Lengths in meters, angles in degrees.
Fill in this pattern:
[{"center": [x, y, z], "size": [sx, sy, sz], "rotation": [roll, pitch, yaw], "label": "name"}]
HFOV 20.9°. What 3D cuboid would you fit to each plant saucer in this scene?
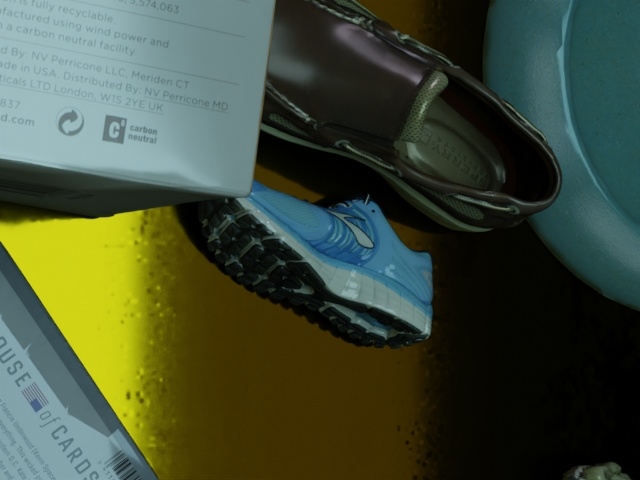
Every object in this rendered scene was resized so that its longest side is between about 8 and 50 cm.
[{"center": [0.253, -0.106, 1.130], "size": [0.318, 0.044, 0.317], "rotation": [0, 89, -24], "label": "plant saucer"}]

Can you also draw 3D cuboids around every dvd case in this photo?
[{"center": [-0.221, 0.137, 0.912], "size": [0.239, 0.029, 0.179], "rotation": [-36, 103, -21], "label": "dvd case"}]

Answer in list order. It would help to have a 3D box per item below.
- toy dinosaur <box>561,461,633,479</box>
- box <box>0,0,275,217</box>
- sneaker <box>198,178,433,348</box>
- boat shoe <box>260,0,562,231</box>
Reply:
[{"center": [0.270, 0.197, 1.102], "size": [0.268, 0.118, 0.064], "rotation": [43, 33, -20], "label": "toy dinosaur"}, {"center": [-0.127, -0.196, 0.864], "size": [0.168, 0.215, 0.345], "rotation": [9, 85, -24], "label": "box"}, {"center": [0.000, 0.000, 1.011], "size": [0.162, 0.063, 0.073], "rotation": [32, 58, -25], "label": "sneaker"}, {"center": [0.036, -0.086, 0.985], "size": [0.257, 0.095, 0.095], "rotation": [26, 80, -29], "label": "boat shoe"}]
